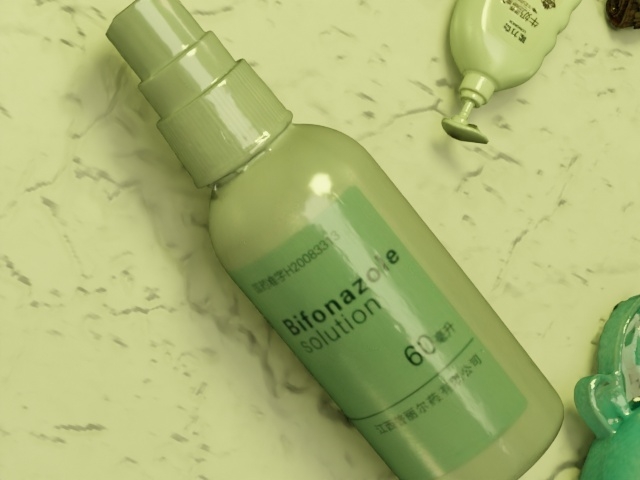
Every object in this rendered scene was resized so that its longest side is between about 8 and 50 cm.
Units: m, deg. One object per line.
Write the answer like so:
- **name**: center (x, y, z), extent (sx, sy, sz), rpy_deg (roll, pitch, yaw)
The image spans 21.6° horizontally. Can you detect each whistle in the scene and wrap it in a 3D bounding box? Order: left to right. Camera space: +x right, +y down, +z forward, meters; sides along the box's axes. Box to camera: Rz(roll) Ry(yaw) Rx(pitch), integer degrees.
- **whistle**: center (0.238, 0.139, 1.095), extent (0.186, 0.093, 0.274), rpy_deg (49, 65, -11)

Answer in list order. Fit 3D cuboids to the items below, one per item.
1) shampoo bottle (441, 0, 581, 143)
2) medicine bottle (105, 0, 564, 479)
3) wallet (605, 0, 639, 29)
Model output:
- **shampoo bottle**: center (0.116, -0.132, 1.093), extent (0.077, 0.045, 0.152), rpy_deg (34, 72, -17)
- **medicine bottle**: center (0.000, 0.000, 0.989), extent (0.110, 0.110, 0.352), rpy_deg (-44, 102, -22)
- **wallet**: center (0.308, -0.214, 1.159), extent (0.230, 0.124, 0.042), rpy_deg (-11, 44, -23)
